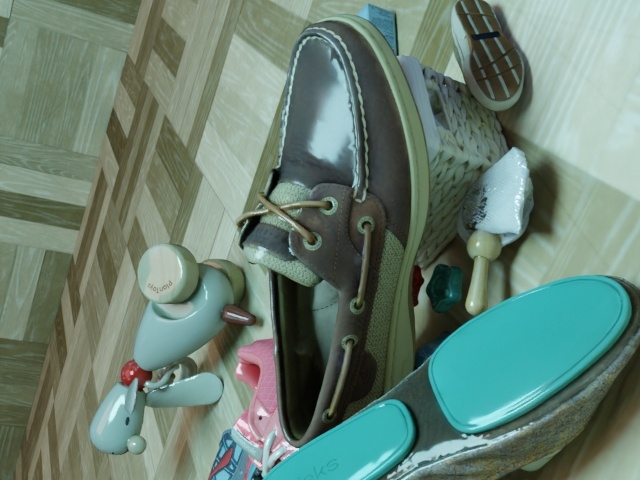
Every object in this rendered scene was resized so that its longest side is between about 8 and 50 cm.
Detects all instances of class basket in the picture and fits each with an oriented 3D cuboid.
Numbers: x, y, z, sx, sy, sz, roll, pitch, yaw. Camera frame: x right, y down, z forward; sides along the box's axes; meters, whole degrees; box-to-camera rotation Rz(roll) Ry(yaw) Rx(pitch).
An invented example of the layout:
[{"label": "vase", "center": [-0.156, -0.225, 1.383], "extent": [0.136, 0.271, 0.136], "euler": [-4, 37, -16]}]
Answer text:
[{"label": "basket", "center": [0.080, -0.061, 0.734], "extent": [0.167, 0.103, 0.113], "euler": [-51, 36, 42]}]

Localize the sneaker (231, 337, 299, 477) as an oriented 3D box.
[{"label": "sneaker", "center": [-0.012, 0.202, 0.742], "extent": [0.314, 0.136, 0.116], "euler": [-110, 26, -54]}]

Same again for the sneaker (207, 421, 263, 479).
[{"label": "sneaker", "center": [-0.075, 0.271, 0.934], "extent": [0.262, 0.104, 0.125], "euler": [-53, 30, 25]}]

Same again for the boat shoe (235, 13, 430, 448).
[{"label": "boat shoe", "center": [0.000, 0.000, 0.639], "extent": [0.123, 0.123, 0.342], "euler": [16, 112, 45]}]

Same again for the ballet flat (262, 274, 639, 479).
[{"label": "ballet flat", "center": [0.098, 0.136, 0.580], "extent": [0.316, 0.106, 0.108], "euler": [-34, 35, 17]}]

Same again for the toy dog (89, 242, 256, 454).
[{"label": "toy dog", "center": [-0.193, 0.166, 1.142], "extent": [0.161, 0.220, 0.334], "euler": [32, 120, 30]}]

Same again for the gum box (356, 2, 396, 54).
[{"label": "gum box", "center": [0.033, -0.149, 0.940], "extent": [0.157, 0.041, 0.184], "euler": [-39, 45, 53]}]

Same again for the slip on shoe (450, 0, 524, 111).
[{"label": "slip on shoe", "center": [0.142, -0.157, 0.717], "extent": [0.041, 0.051, 0.135], "euler": [92, 168, -52]}]

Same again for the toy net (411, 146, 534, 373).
[{"label": "toy net", "center": [0.121, 0.028, 0.685], "extent": [0.232, 0.045, 0.122], "euler": [-67, 26, 19]}]
